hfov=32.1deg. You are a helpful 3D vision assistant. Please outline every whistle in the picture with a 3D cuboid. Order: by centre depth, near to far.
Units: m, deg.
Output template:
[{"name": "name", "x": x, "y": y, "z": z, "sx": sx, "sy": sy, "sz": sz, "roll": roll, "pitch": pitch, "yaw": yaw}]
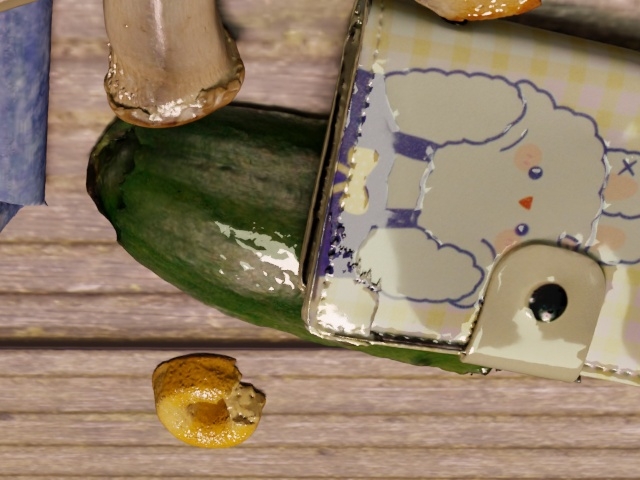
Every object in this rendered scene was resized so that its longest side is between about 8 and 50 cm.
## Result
[{"name": "whistle", "x": -0.193, "y": -0.109, "z": 0.667, "sx": 0.062, "sy": 0.062, "sz": 0.304, "roll": 9, "pitch": 140, "yaw": -8}]

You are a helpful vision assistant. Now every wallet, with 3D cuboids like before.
[{"name": "wallet", "x": 0.152, "y": -0.021, "z": 0.696, "sx": 0.310, "sy": 0.077, "sz": 0.223, "roll": 10, "pitch": 110, "yaw": -9}]

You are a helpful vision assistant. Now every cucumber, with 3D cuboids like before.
[{"name": "cucumber", "x": 0.001, "y": 0.000, "z": 0.766, "sx": 0.325, "sy": 0.105, "sz": 0.145, "roll": 19, "pitch": 138, "yaw": -16}]

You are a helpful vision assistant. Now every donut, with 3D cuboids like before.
[{"name": "donut", "x": -0.103, "y": 0.147, "z": 0.992, "sx": 0.097, "sy": 0.043, "sz": 0.108, "roll": -20, "pitch": 132, "yaw": 23}]

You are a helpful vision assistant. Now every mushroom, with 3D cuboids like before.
[{"name": "mushroom", "x": -0.083, "y": -0.153, "z": 0.608, "sx": 0.084, "sy": 0.071, "sz": 0.209, "roll": -1, "pitch": 137, "yaw": -5}]

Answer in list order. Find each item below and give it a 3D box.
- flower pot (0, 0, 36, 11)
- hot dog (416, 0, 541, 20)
[{"name": "flower pot", "x": -0.146, "y": -0.225, "z": 0.366, "sx": 0.308, "sy": 0.307, "sz": 0.244, "roll": -8, "pitch": 121, "yaw": 11}, {"name": "hot dog", "x": 0.041, "y": -0.170, "z": 0.583, "sx": 0.169, "sy": 0.061, "sz": 0.078, "roll": 23, "pitch": 137, "yaw": -23}]
